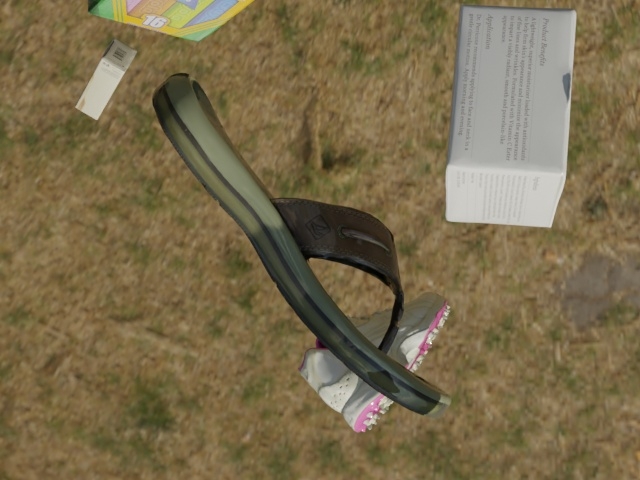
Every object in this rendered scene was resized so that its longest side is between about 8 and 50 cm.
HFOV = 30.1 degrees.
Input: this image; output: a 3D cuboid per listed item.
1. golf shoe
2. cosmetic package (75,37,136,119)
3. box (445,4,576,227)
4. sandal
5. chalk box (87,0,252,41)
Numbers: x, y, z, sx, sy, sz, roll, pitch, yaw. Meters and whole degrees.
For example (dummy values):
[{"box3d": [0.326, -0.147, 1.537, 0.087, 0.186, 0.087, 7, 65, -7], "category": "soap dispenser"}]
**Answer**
[{"box3d": [0.080, 0.136, 1.653, 0.140, 0.306, 0.115, 32, 124, 11], "category": "golf shoe"}, {"box3d": [-0.326, -0.244, 1.802, 0.041, 0.060, 0.115, 30, 132, -12], "category": "cosmetic package"}, {"box3d": [0.196, -0.125, 1.244, 0.119, 0.181, 0.182, 5, 163, 8], "category": "box"}, {"box3d": [-0.001, -0.001, 0.819, 0.086, 0.120, 0.303, -36, 93, -2], "category": "sandal"}, {"box3d": [-0.119, -0.298, 1.129, 0.132, 0.133, 0.213, 10, 160, -32], "category": "chalk box"}]
